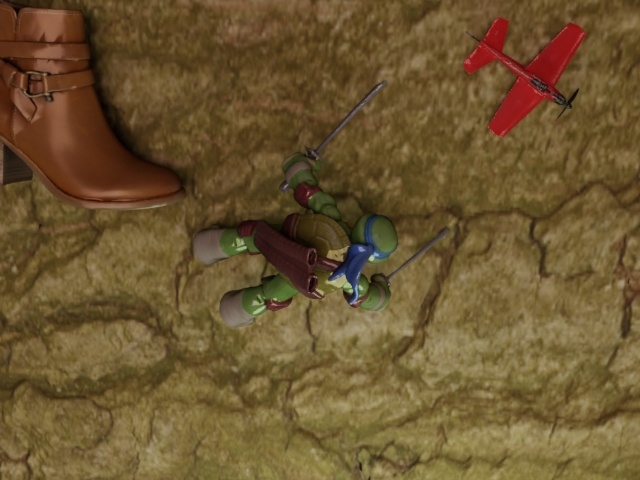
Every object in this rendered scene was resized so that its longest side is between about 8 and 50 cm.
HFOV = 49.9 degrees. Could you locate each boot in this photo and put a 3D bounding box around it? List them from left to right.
[{"bbox_3d":[-0.288,-0.161,0.822,0.284,0.109,0.220,14,106,9],"label":"boot"}]

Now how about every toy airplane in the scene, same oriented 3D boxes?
[{"bbox_3d":[0.228,-0.195,0.782,0.151,0.028,0.151,2,110,6],"label":"toy airplane"}]

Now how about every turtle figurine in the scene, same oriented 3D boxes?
[{"bbox_3d":[0.000,0.000,0.837,0.266,0.274,0.198,-17,131,32],"label":"turtle figurine"}]
